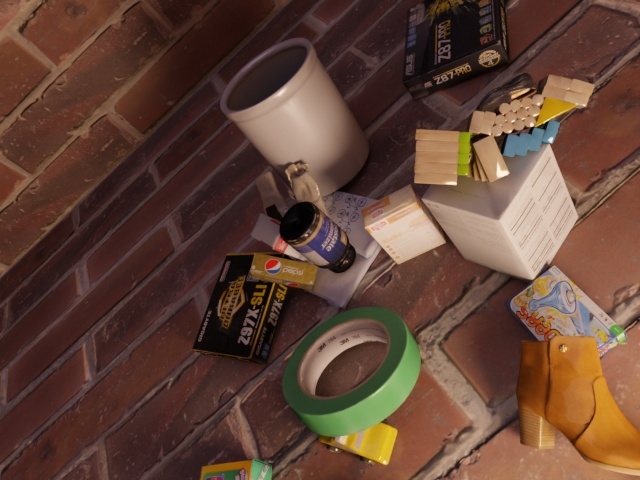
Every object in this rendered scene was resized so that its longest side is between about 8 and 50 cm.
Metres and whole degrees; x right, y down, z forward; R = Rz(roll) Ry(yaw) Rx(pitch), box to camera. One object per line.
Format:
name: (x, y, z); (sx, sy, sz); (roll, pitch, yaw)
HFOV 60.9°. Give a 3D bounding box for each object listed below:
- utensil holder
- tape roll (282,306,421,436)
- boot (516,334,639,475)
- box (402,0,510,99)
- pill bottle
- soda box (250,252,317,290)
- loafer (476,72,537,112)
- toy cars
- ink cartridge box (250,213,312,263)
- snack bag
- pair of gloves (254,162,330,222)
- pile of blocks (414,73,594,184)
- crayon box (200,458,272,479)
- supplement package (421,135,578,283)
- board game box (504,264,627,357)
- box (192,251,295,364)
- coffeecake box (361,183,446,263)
utensil holder: (-0.069, -0.363, 1.690); (0.327, 0.385, 0.328); (-23, 40, 20)
tape roll: (0.067, 0.290, 1.250); (0.321, 0.077, 0.321); (-26, 27, 14)
boot: (0.478, 0.273, 0.944); (0.295, 0.104, 0.211); (-2, 78, 47)
box: (0.433, -0.668, 1.757); (0.318, 0.097, 0.395); (-15, 50, 34)
pill bottle: (0.000, 0.000, 1.450); (0.122, 0.219, 0.123); (-21, 51, 28)
soda box: (-0.101, 0.088, 1.523); (0.181, 0.058, 0.061); (12, 67, 1)
loafer: (0.514, -0.393, 1.505); (0.170, 0.062, 0.061); (-33, 48, 16)
toy cars: (0.103, 0.487, 1.134); (0.176, 0.087, 0.394); (-40, 42, 8)
ink cartridge box: (-0.090, -0.002, 1.556); (0.127, 0.175, 0.072); (28, 93, 48)
snack bag: (0.038, 0.010, 1.598); (0.323, 0.037, 0.343); (20, 73, 46)
pair of gloves: (-0.091, -0.121, 1.644); (0.240, 0.204, 0.042); (-10, 15, 39)
pile of blocks: (0.350, -0.204, 1.080); (0.362, 0.149, 0.112); (-21, 3, 13)
crayon box: (-0.212, 0.664, 1.259); (0.165, 0.081, 0.279); (-19, 48, 27)
supplement package: (0.398, -0.072, 1.194); (0.199, 0.262, 0.198); (24, 75, 47)
board game box: (0.491, 0.161, 1.108); (0.136, 0.035, 0.201); (-40, 42, 8)
box: (-0.226, 0.194, 1.623); (0.257, 0.079, 0.322); (-1, 63, 38)
coffeecake box: (0.211, -0.037, 1.378); (0.142, 0.185, 0.068); (-26, 45, 21)
